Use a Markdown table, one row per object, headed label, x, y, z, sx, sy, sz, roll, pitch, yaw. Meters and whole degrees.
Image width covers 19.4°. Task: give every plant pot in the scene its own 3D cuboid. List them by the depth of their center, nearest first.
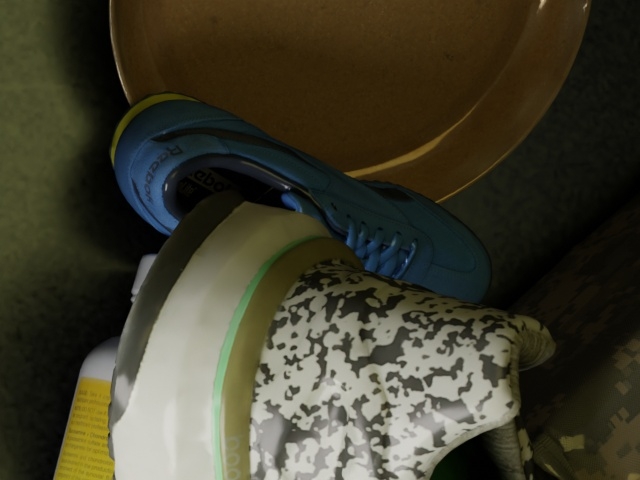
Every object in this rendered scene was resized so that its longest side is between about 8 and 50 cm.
| label | x | y | z | sx | sy | sz | roll | pitch | yaw |
| --- | --- | --- | --- | --- | --- | --- | --- | --- | --- |
| plant pot | 0.015 | -0.118 | 0.874 | 0.236 | 0.032 | 0.236 | -7 | 115 | -16 |

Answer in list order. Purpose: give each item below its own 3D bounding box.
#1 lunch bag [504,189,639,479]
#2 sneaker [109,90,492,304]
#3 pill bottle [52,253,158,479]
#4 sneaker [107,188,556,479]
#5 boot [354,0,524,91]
| label | x | y | z | sx | sy | sz | roll | pitch | yaw |
| --- | --- | --- | --- | --- | --- | --- | --- | --- | --- |
| lunch bag | 0.211 | 0.131 | 0.900 | 0.235 | 0.169 | 0.287 | -40 | 107 | -21 |
| sneaker | 0.000 | 0.000 | 0.860 | 0.209 | 0.082 | 0.069 | 24 | 102 | -28 |
| pill bottle | -0.066 | 0.104 | 0.834 | 0.103 | 0.103 | 0.184 | 16 | 81 | -18 |
| sneaker | 0.050 | 0.173 | 0.762 | 0.158 | 0.182 | 0.410 | -51 | 136 | -39 |
| boot | 0.061 | -0.113 | 0.932 | 0.118 | 0.042 | 0.087 | -33 | 108 | -7 |
